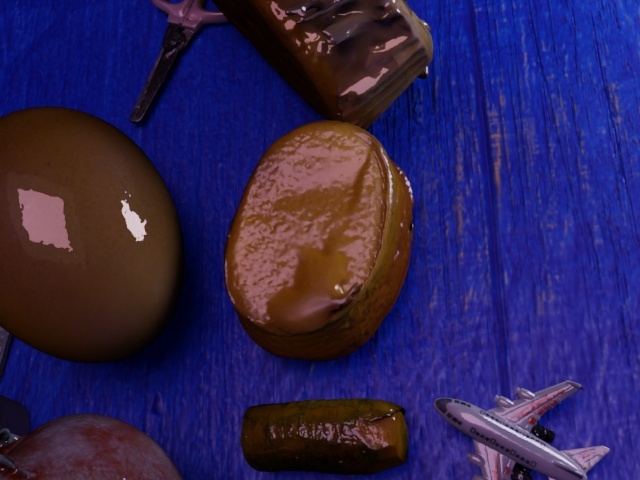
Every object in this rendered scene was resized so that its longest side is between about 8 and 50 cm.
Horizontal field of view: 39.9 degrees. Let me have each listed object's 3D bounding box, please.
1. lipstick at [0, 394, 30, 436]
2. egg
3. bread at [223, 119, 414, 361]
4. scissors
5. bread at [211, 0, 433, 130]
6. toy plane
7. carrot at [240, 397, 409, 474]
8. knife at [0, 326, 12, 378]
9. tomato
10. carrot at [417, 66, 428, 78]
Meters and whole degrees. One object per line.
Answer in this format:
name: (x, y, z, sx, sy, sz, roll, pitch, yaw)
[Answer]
lipstick: (-0.414, 0.179, 0.959, 0.070, 0.254, 0.070, -6, 66, 13)
egg: (-0.286, -0.006, 1.007, 0.250, 0.250, 0.322, -40, 69, -3)
bread: (0.000, 0.000, 0.980, 0.195, 0.143, 0.270, 11, 73, 18)
scissors: (-0.194, -0.298, 1.233, 0.160, 0.024, 0.318, 17, 73, 20)
bread: (-0.027, -0.296, 1.062, 0.183, 0.236, 0.389, -41, 57, 11)
toy plane: (0.192, 0.202, 0.881, 0.171, 0.065, 0.162, 24, 76, 26)
carrot: (0.006, 0.207, 0.927, 0.173, 0.082, 0.082, -6, 66, 21)
knife: (-0.399, 0.104, 1.123, 0.028, 0.015, 0.210, 6, 70, 12)
tomato: (-0.262, 0.311, 0.829, 0.316, 0.316, 0.283, -35, 92, -1)
carrot: (0.081, -0.307, 1.144, 0.061, 0.061, 0.257, -30, 71, 2)
